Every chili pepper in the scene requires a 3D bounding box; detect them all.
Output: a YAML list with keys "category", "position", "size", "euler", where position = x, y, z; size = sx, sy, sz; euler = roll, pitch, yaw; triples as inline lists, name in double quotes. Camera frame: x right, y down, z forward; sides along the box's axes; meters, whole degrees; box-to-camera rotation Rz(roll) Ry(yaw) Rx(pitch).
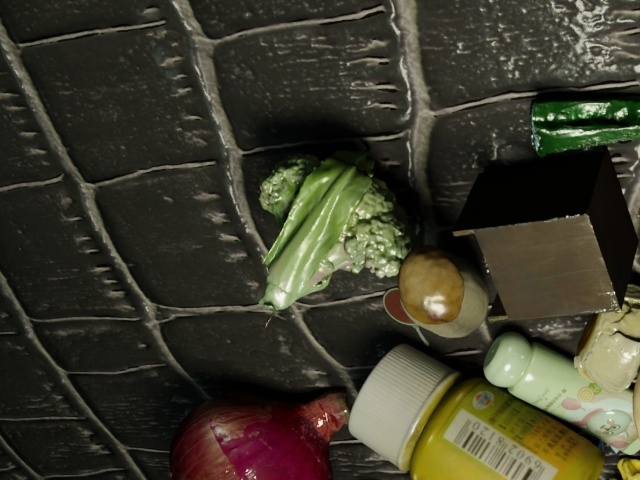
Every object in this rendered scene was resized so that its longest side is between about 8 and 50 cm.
- category: "chili pepper"
  position: [0.395, -0.153, 1.457]
  size: [0.227, 0.059, 0.088]
  euler: [2, 132, 24]

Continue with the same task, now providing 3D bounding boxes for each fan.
- category: "fan"
  position: [0.156, 0.132, 1.870]
  size: [0.085, 0.005, 0.133]
  euler: [-11, 120, 36]

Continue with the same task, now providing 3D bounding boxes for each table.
- category: "table"
  position: [0.320, -0.007, 1.537]
  size: [0.193, 0.172, 0.169]
  euler: [-9, 121, 31]

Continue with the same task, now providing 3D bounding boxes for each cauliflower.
- category: "cauliflower"
  position: [0.000, 0.000, 1.661]
  size: [0.256, 0.315, 0.239]
  euler: [41, 176, -19]

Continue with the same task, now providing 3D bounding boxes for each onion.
- category: "onion"
  position: [-0.088, 0.415, 2.080]
  size: [0.385, 0.348, 0.348]
  euler: [-39, 105, 9]

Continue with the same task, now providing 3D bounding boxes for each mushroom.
- category: "mushroom"
  position: [0.182, 0.078, 1.622]
  size: [0.128, 0.128, 0.350]
  euler: [19, 178, 15]

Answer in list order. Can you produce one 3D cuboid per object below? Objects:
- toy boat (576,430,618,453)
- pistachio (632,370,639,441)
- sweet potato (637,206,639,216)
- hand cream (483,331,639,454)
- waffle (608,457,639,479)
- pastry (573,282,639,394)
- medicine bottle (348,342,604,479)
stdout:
- category: "toy boat"
  position: [0.408, 0.382, 1.919]
  size: [0.291, 0.067, 0.220]
  euler: [-32, 106, 31]
- category: "pistachio"
  position: [0.573, 0.261, 1.572]
  size: [0.230, 0.230, 0.308]
  euler: [-1, 126, 31]
- category: "sweet potato"
  position: [0.518, -0.119, 1.400]
  size: [0.269, 0.075, 0.075]
  euler: [-39, 103, 28]
- category: "hand cream"
  position: [0.413, 0.248, 1.775]
  size: [0.306, 0.093, 0.147]
  euler: [26, 135, -4]
- category: "waffle"
  position: [0.581, 0.489, 1.771]
  size: [0.309, 0.065, 0.283]
  euler: [9, 90, 43]
- category: "pastry"
  position: [0.437, 0.142, 1.610]
  size: [0.088, 0.166, 0.165]
  euler: [23, 135, 9]
- category: "medicine bottle"
  position: [0.252, 0.344, 1.810]
  size: [0.384, 0.224, 0.224]
  euler: [30, 137, 23]
